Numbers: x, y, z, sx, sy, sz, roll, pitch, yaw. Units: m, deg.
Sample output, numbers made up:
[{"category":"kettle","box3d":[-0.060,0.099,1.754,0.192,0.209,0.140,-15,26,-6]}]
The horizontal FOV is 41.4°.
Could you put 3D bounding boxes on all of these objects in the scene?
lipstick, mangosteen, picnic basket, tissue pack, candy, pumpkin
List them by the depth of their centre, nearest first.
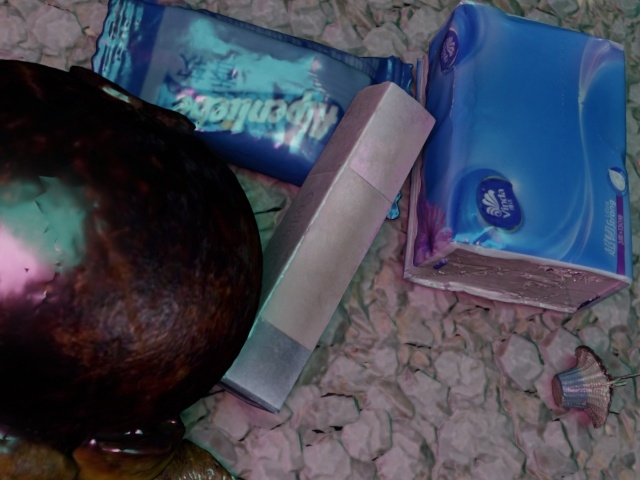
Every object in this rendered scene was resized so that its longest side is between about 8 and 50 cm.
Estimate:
[{"category":"mangosteen","box3d":[-0.204,0.027,0.617,0.330,0.330,0.330,5,70,-15]},{"category":"pumpkin","box3d":[-0.104,0.221,0.721,0.101,0.035,0.073,45,54,6]},{"category":"lipstick","box3d":[0.000,0.000,0.778,0.068,0.066,0.317,36,72,-23]},{"category":"picnic basket","box3d":[0.275,0.144,0.841,0.083,0.065,0.083,-6,67,-1]},{"category":"candy","box3d":[-0.058,-0.147,0.841,0.331,0.077,0.187,13,76,-14]},{"category":"tissue pack","box3d":[0.199,-0.078,0.851,0.198,0.146,0.263,11,69,-12]}]
